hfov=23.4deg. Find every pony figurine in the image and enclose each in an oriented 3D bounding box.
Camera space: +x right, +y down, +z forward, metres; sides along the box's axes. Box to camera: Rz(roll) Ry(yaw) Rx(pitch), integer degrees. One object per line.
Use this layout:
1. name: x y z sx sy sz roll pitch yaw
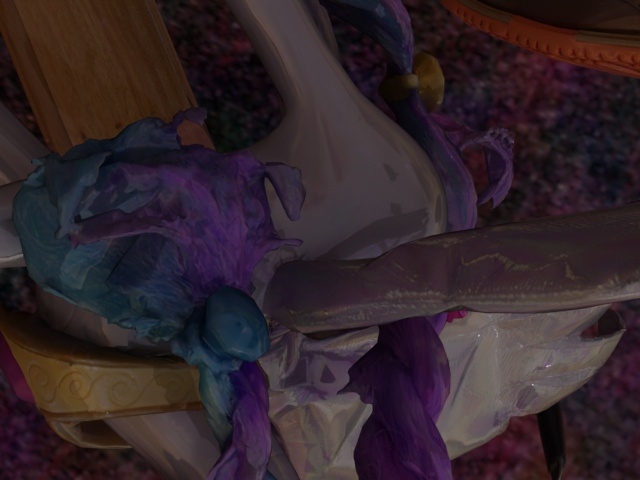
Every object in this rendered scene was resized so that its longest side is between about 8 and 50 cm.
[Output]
1. pony figurine: 0.000 0.000 0.558 0.351 0.363 0.303 -22 167 -27

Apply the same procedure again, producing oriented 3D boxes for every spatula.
1. spatula: 0.203 0.212 1.374 0.296 0.030 0.084 -71 -174 -63

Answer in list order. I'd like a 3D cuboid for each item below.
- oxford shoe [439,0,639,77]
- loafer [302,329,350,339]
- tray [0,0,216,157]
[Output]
1. oxford shoe: 0.239 -0.166 0.983 0.130 0.364 0.132 0 102 -53
2. loafer: 0.020 0.079 1.043 0.095 0.109 0.302 -21 126 -26
3. tray: -0.170 -0.231 0.809 0.076 0.203 0.410 -23 89 -1
